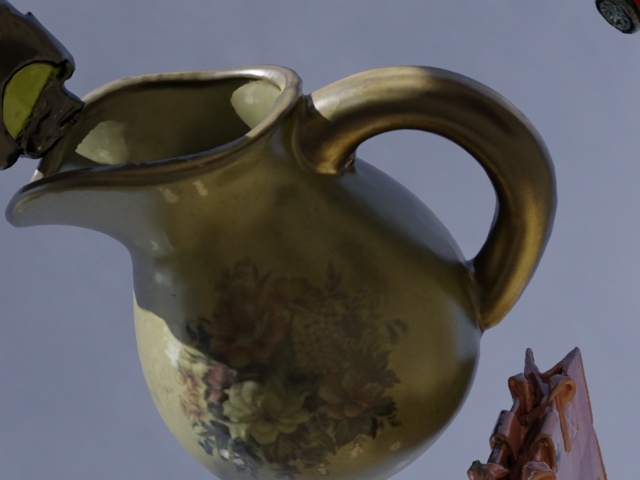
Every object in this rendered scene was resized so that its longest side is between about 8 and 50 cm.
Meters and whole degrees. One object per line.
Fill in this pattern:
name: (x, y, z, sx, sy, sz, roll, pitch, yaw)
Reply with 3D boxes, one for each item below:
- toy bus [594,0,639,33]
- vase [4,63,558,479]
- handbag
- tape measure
toy bus: (0.217, -0.121, 0.584, 0.195, 0.089, 0.081, 42, -98, 20)
vase: (0.000, 0.000, 0.808, 0.329, 0.241, 0.302, -25, -66, 19)
handbag: (0.149, 0.184, 0.808, 0.059, 0.212, 0.157, 0, -64, 23)
tape measure: (-0.271, -0.124, 0.743, 0.112, 0.186, 0.199, -60, -44, -22)
